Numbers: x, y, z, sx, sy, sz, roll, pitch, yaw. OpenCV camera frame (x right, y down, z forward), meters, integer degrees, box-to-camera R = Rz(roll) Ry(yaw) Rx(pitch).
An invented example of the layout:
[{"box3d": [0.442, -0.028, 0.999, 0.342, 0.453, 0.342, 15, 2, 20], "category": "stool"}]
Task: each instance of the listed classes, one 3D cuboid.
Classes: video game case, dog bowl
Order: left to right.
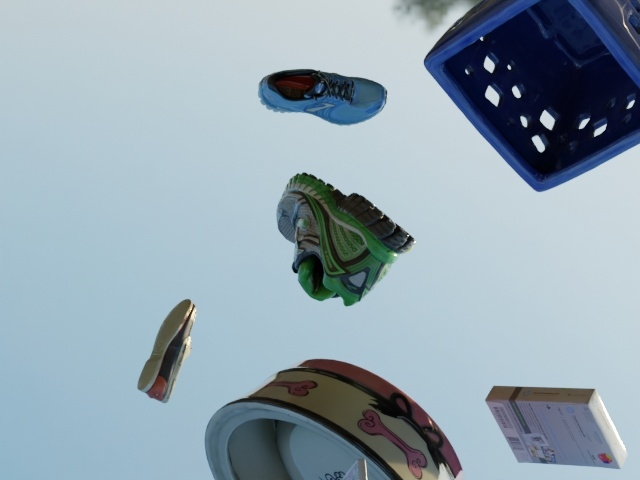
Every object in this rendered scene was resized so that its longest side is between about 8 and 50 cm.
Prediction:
[{"box3d": [0.035, 0.345, 2.279, 0.408, 0.408, 0.150, 13, -136, 35], "category": "dog bowl"}, {"box3d": [0.044, 0.324, 1.798, 0.011, 0.122, 0.087, 0, 157, -12], "category": "video game case"}]

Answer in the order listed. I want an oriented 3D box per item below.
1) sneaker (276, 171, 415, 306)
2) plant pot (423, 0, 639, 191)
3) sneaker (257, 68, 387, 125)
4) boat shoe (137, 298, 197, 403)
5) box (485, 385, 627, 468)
[{"box3d": [0.000, 0.000, 2.195, 0.134, 0.146, 0.343, 42, 174, -19], "category": "sneaker"}, {"box3d": [0.303, -0.236, 1.873, 0.236, 0.236, 0.212, -28, -159, 43], "category": "plant pot"}, {"box3d": [0.004, -0.180, 1.917, 0.162, 0.063, 0.073, 2, 174, -5], "category": "sneaker"}, {"box3d": [-0.189, 0.142, 1.988, 0.043, 0.137, 0.049, 33, 159, -28], "category": "boat shoe"}, {"box3d": [0.366, 0.290, 2.410, 0.186, 0.145, 0.038, -3, -141, 41], "category": "box"}]
